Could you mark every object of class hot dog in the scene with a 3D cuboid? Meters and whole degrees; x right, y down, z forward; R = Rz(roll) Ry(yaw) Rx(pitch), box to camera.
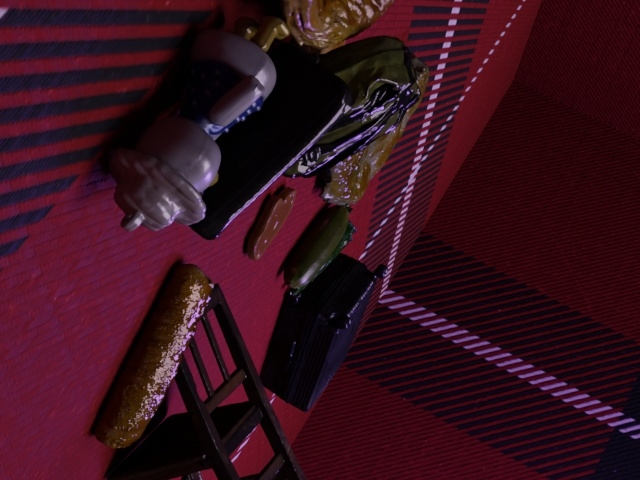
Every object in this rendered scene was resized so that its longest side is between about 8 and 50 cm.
[{"bbox_3d":[-0.232,0.167,1.547,0.289,0.068,0.083,-62,162,6],"label":"hot dog"}]

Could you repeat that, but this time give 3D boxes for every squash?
[{"bbox_3d":[0.000,0.000,2.205,0.252,0.066,0.066,-56,168,-34],"label":"squash"}]

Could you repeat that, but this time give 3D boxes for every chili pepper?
[{"bbox_3d":[-0.006,0.044,2.310,0.227,0.059,0.088,-51,169,-38],"label":"chili pepper"}]

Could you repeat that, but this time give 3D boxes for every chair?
[{"bbox_3d":[-0.212,0.315,1.753,0.241,0.416,0.203,-17,-168,30],"label":"chair"}]

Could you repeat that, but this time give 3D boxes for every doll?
[{"bbox_3d":[-0.129,-0.126,1.175,0.119,0.138,0.293,48,60,-35],"label":"doll"}]

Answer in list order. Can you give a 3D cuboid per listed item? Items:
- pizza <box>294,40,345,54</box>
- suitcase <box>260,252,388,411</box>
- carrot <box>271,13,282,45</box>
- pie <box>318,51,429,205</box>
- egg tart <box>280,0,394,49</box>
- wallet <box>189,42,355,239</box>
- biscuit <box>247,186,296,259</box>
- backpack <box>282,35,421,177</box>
[{"bbox_3d":[-0.002,-0.275,1.570,0.134,0.046,0.175,-62,169,9],"label":"pizza"},{"bbox_3d":[0.001,0.201,2.459,0.229,0.152,0.335,-49,163,-46],"label":"suitcase"},{"bbox_3d":[-0.010,-0.320,1.440,0.254,0.049,0.049,-50,164,-36],"label":"carrot"},{"bbox_3d":[0.101,-0.210,2.131,0.371,0.078,0.296,-47,161,-49],"label":"pie"},{"bbox_3d":[0.029,-0.362,1.284,0.295,0.116,0.295,-44,159,-21],"label":"egg tart"},{"bbox_3d":[-0.078,-0.118,1.237,0.250,0.149,0.044,-43,138,-5],"label":"wallet"},{"bbox_3d":[-0.084,-0.038,1.836,0.140,0.023,0.118,-55,167,-31],"label":"biscuit"},{"bbox_3d":[0.010,-0.172,1.422,0.253,0.140,0.207,-26,178,11],"label":"backpack"}]
